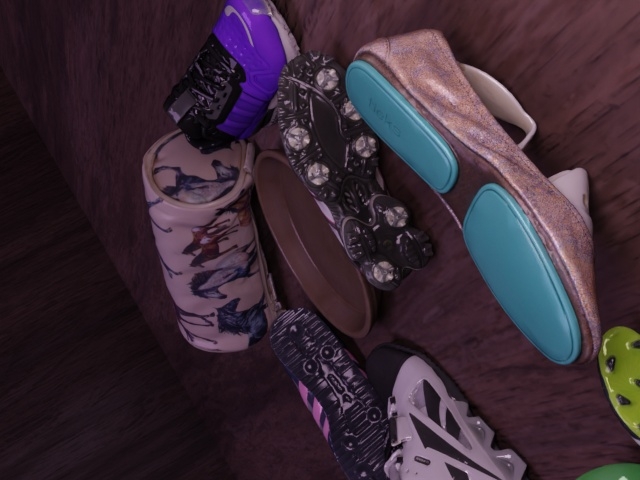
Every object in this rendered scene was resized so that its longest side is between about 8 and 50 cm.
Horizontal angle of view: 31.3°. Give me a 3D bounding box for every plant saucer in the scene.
[{"bbox_3d":[0.000,0.000,1.501,0.278,0.041,0.278,53,161,27],"label":"plant saucer"}]

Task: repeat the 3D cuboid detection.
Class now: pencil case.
[{"bbox_3d":[-0.159,0.004,1.762,0.410,0.184,0.159,85,179,-51],"label":"pencil case"}]

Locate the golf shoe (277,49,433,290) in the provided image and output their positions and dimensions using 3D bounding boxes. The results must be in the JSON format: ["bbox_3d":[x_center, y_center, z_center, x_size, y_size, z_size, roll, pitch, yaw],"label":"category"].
[{"bbox_3d":[0.019,-0.072,1.241,0.272,0.105,0.120,66,169,-13],"label":"golf shoe"}]

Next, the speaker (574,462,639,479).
[{"bbox_3d":[0.304,0.352,1.055,0.131,0.131,0.296,31,146,58],"label":"speaker"}]

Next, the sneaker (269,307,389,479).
[{"bbox_3d":[0.041,0.243,1.694,0.319,0.112,0.131,60,180,12],"label":"sneaker"}]

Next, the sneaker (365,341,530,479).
[{"bbox_3d":[0.122,0.251,1.379,0.330,0.146,0.122,45,158,45],"label":"sneaker"}]

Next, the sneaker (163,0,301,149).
[{"bbox_3d":[-0.114,-0.185,1.357,0.102,0.146,0.293,56,162,15],"label":"sneaker"}]

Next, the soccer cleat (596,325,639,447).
[{"bbox_3d":[0.277,0.153,0.939,0.179,0.060,0.072,59,175,5],"label":"soccer cleat"}]

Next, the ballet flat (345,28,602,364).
[{"bbox_3d":[0.146,-0.051,0.905,0.316,0.106,0.107,56,155,15],"label":"ballet flat"}]
